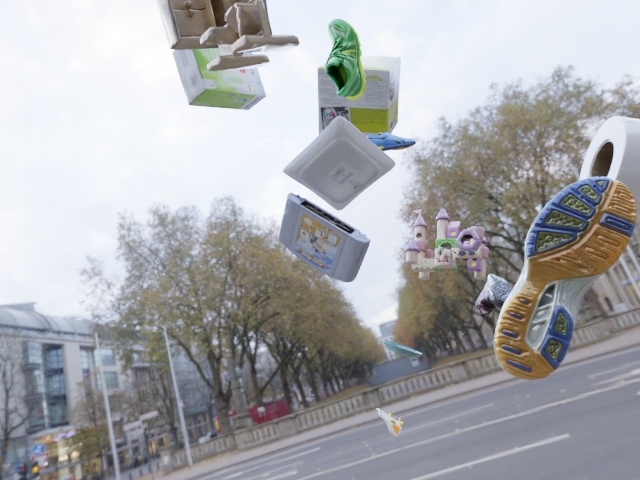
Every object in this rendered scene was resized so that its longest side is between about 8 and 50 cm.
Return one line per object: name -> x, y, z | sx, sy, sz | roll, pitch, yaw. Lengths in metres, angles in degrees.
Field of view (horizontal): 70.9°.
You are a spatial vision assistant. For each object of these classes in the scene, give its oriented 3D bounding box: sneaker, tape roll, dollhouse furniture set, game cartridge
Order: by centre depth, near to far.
sneaker -> 0.326, 0.051, 0.632 | 0.296, 0.112, 0.131 | -59, -23, -2
dollhouse furniture set -> -0.189, -0.592, 1.053 | 0.256, 0.362, 0.394 | -20, 12, -35
tape roll -> 0.770, -0.168, 1.098 | 0.169, 0.246, 0.246 | 13, -15, 10
game cartridge -> 0.000, 0.000, 1.399 | 0.062, 0.297, 0.198 | -37, -28, -49
sneaker -> 0.077, -0.642, 1.577 | 0.123, 0.295, 0.109 | -12, -4, -37
sneaker -> 0.675, 0.248, 1.759 | 0.162, 0.106, 0.281 | -68, -12, 19
sneaker -> 0.283, -0.402, 1.797 | 0.209, 0.082, 0.069 | -9, -6, -14

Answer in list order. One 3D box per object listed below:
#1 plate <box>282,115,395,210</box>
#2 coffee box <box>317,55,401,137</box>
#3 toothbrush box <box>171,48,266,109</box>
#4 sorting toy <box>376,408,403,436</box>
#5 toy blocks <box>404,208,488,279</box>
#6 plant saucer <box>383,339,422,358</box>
plate -> 0.065, -0.231, 1.481 | 0.278, 0.045, 0.277 | 32, -57, -32
coffee box -> 0.194, -0.699, 2.192 | 0.338, 0.334, 0.337 | 8, 32, 15
toothbrush box -> -0.360, -0.599, 1.628 | 0.122, 0.206, 0.283 | -21, -5, 39
sorting toy -> 0.190, 0.507, 1.275 | 0.045, 0.075, 0.083 | -52, -4, -7
toy blocks -> 0.478, -0.013, 1.705 | 0.289, 0.260, 0.309 | -3, -21, 28
plant saucer -> 0.239, 0.323, 1.321 | 0.119, 0.021, 0.119 | 19, -6, 2
